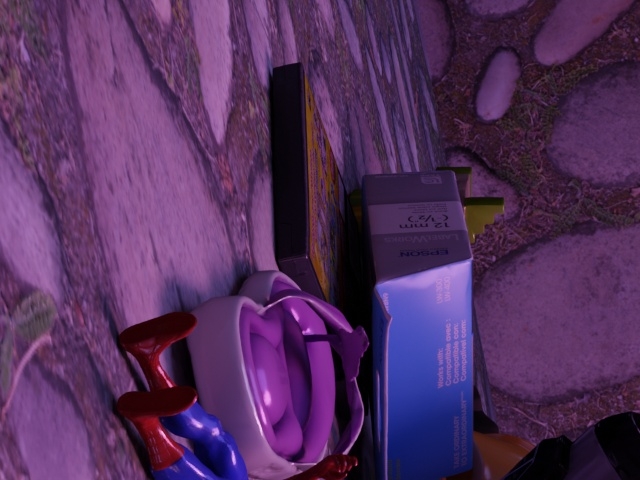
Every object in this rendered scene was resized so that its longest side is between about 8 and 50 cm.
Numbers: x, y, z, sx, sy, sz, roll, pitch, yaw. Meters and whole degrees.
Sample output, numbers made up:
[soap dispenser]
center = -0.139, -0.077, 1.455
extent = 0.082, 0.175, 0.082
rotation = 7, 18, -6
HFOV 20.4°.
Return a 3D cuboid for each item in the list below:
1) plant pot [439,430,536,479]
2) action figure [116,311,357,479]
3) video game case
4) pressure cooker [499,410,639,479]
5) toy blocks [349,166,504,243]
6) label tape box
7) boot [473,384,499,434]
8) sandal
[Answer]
[plant pot]
center = 0.164, 0.297, 1.999
extent = 0.188, 0.205, 0.205
rotation = 41, 35, -49
[action figure]
center = -0.023, 0.161, 1.130
extent = 0.280, 0.139, 0.091
rotation = 73, 11, -44
[video game case]
center = 0.000, 0.000, 1.803
extent = 0.248, 0.035, 0.274
rotation = 70, 13, -45
[pressure cooker]
center = 0.265, 0.426, 1.777
extent = 0.370, 0.420, 0.375
rotation = 41, 12, -35
[toy blocks]
center = 0.134, 0.072, 2.211
extent = 0.381, 0.191, 0.260
rotation = -65, 154, -74
[label tape box]
center = 0.104, 0.106, 1.854
extent = 0.347, 0.115, 0.249
rotation = -97, -176, -65
[boot]
center = 0.184, 0.293, 2.388
extent = 0.305, 0.112, 0.115
rotation = -78, 166, -74
[sandal]
center = -0.010, 0.106, 1.368
extent = 0.416, 0.102, 0.169
rotation = -22, 100, -81
